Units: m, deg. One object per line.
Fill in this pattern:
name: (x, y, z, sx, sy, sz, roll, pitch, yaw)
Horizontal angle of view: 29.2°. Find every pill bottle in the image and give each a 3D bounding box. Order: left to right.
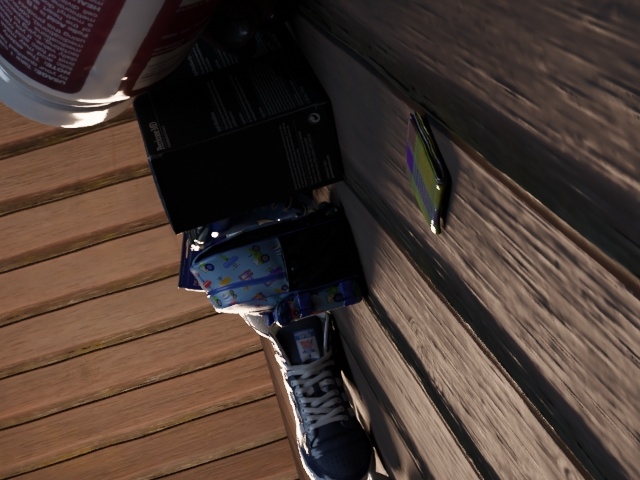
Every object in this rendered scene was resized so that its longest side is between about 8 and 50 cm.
pill bottle: (-0.187, -0.257, 1.072, 0.392, 0.224, 0.224, -38, 68, 61)

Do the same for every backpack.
backpack: (-0.052, 0.037, 1.356, 0.158, 0.173, 0.117, 154, 99, -82)

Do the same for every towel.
towel: (0.073, -0.045, 0.843, 0.083, 0.009, 0.060, 85, 166, -63)

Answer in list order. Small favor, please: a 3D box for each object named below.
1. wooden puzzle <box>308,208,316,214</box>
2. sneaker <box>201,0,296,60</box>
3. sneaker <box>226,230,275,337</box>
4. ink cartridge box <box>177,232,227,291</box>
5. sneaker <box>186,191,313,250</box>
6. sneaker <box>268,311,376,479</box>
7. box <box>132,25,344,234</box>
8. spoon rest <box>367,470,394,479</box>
wooden puzzle: (0.000, 0.000, 1.525, 0.116, 0.014, 0.079, -156, 50, -82)
sneaker: (-0.078, -0.299, 1.203, 0.162, 0.106, 0.281, 41, 146, 27)
sneaker: (-0.103, 0.073, 2.131, 0.131, 0.111, 0.296, -116, 11, -53)
ink cartridge box: (-0.180, 0.016, 2.254, 0.332, 0.065, 0.165, 13, -97, -79)
sneaker: (-0.092, -0.073, 1.466, 0.330, 0.147, 0.130, -48, -59, -80)
sneaker: (-0.001, 0.207, 1.684, 0.282, 0.099, 0.153, -110, 5, -51)
box: (-0.102, -0.137, 1.300, 0.261, 0.184, 0.103, -115, 11, -54)
spoon rest: (0.097, 0.396, 1.409, 0.137, 0.084, 0.276, 85, 165, -60)
